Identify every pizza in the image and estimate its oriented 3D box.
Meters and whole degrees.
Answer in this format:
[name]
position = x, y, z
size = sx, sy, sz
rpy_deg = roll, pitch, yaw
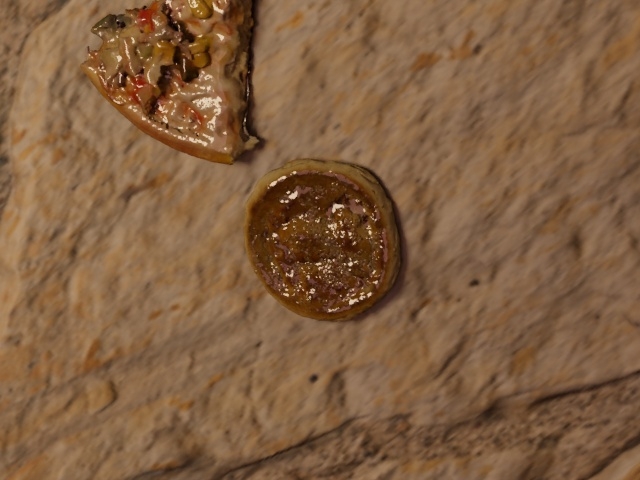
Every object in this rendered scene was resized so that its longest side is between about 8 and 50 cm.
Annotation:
[pizza]
position = -0.114, -0.175, 1.510
size = 0.185, 0.052, 0.195
rpy_deg = 31, 111, 3

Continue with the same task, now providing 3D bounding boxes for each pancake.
[pancake]
position = 0.000, 0.000, 1.536
size = 0.158, 0.028, 0.158
rpy_deg = 4, 108, 13
